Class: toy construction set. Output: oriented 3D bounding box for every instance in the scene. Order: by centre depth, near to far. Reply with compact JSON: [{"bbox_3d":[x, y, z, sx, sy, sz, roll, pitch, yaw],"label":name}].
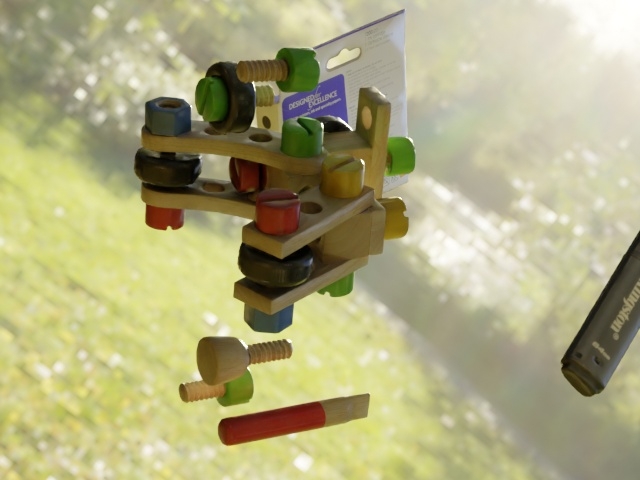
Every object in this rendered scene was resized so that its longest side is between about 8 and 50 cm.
[{"bbox_3d":[0.000,0.000,1.595,0.237,0.309,0.257,-7,3,-30],"label":"toy construction set"}]

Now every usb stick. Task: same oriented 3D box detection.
[{"bbox_3d":[0.404,0.084,2.540,0.077,0.278,0.045,47,-29,-22],"label":"usb stick"}]

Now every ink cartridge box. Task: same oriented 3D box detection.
[{"bbox_3d":[0.016,-0.129,2.062,0.045,0.208,0.206,20,33,38],"label":"ink cartridge box"}]
